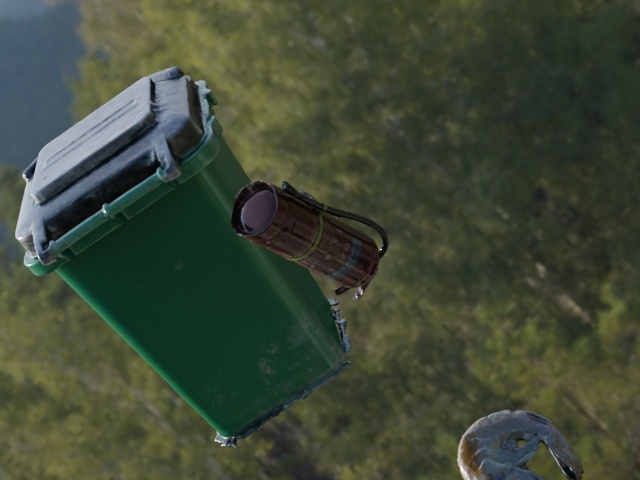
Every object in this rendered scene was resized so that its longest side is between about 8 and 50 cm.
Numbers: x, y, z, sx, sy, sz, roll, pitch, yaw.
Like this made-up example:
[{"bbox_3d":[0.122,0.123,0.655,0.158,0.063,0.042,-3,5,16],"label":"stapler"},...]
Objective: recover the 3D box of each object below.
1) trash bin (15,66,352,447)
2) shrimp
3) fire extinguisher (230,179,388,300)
[{"bbox_3d":[-0.145,0.026,1.643,0.259,0.381,0.295,-35,22,8],"label":"trash bin"},{"bbox_3d":[0.263,0.281,1.695,0.126,0.223,0.047,-52,-29,-9],"label":"shrimp"},{"bbox_3d":[0.000,0.000,0.878,0.056,0.132,0.039,-46,50,15],"label":"fire extinguisher"}]
